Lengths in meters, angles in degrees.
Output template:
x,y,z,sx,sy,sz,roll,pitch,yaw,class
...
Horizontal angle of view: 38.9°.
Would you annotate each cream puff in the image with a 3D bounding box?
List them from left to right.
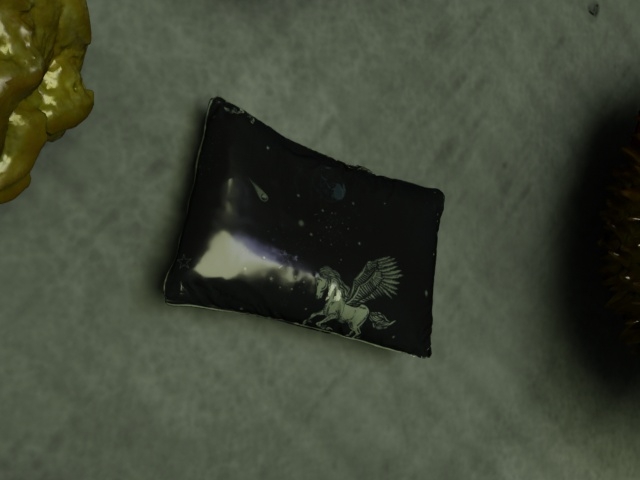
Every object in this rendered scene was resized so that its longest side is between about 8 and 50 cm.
x,y,z,sx,sy,sz,roll,pitch,yaw,class
-0.186,-0.086,0.480,0.156,0.121,0.156,0,89,-37,cream puff

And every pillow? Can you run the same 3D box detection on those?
x,y,z,sx,sy,sz,roll,pitch,yaw,class
0.000,0.000,0.624,0.208,0.055,0.141,19,72,-29,pillow

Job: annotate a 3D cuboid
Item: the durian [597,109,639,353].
x,y,z,sx,sy,sz,roll,pitch,yaw,class
0.390,-0.006,0.693,0.384,0.347,0.347,-46,110,-24,durian
